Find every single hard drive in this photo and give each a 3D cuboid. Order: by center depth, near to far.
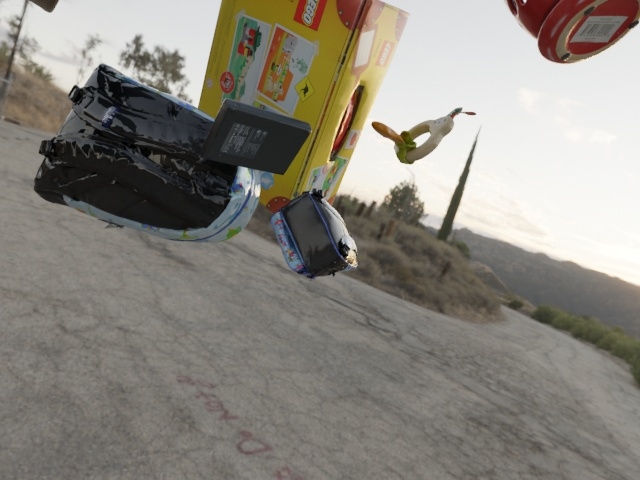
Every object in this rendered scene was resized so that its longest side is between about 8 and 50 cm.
[{"bbox_3d":[-0.090,-0.143,0.641,0.135,0.094,0.022,7,46,-37],"label":"hard drive"}]

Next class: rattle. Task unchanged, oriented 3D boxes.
[{"bbox_3d":[0.237,-0.283,1.033,0.143,0.199,0.130,50,22,-14],"label":"rattle"}]

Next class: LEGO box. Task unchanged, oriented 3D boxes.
[{"bbox_3d":[-0.079,-0.354,1.059,0.372,0.501,0.193,36,30,23],"label":"LEGO box"}]

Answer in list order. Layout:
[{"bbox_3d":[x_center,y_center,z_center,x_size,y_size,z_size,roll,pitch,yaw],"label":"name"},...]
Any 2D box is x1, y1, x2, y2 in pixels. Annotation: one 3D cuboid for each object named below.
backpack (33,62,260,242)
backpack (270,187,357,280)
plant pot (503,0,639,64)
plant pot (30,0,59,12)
[{"bbox_3d":[-0.288,-0.134,0.845,0.355,0.290,0.273,16,-11,23],"label":"backpack"},{"bbox_3d":[0.000,0.000,0.873,0.158,0.116,0.173,65,12,18],"label":"backpack"},{"bbox_3d":[0.411,-0.401,0.712,0.190,0.174,0.191,-11,-26,-6],"label":"plant pot"},{"bbox_3d":[-0.504,-0.566,0.735,0.229,0.263,0.263,28,-5,-39],"label":"plant pot"}]
